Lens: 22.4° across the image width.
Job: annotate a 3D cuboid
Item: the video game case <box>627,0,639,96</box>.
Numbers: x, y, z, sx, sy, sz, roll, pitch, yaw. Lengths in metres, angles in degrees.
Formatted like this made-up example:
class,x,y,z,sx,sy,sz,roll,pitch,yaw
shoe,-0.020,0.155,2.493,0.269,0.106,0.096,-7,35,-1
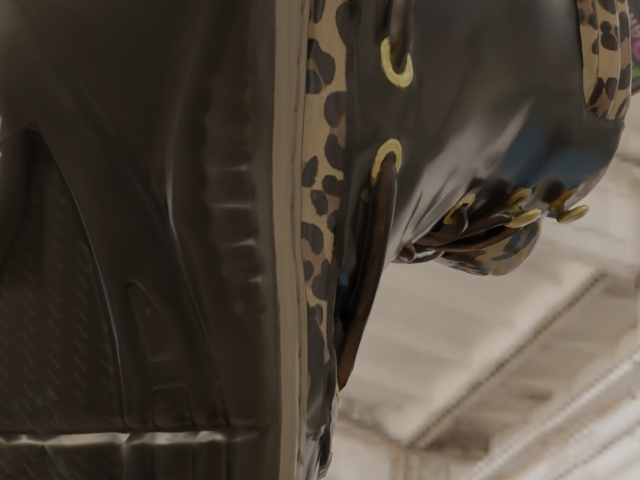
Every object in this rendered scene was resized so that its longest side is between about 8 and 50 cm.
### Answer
class,x,y,z,sx,sy,sz,roll,pitch,yaw
video game case,0.120,-0.155,0.872,0.173,0.022,0.190,-31,-70,16

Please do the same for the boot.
class,x,y,z,sx,sy,sz,roll,pitch,yaw
boot,0.000,0.000,0.568,0.138,0.377,0.284,5,5,30
